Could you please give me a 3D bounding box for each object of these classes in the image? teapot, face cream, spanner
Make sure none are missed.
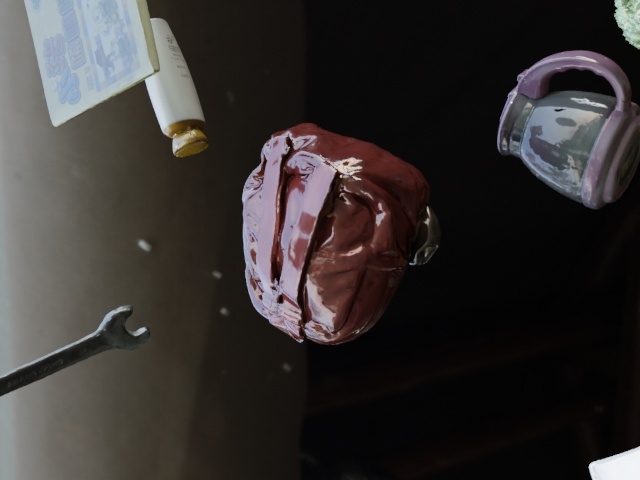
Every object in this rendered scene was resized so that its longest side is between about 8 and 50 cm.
[{"bbox_3d":[0.254,-0.114,1.249,0.116,0.146,0.148,-57,-25,-21],"label":"teapot"},{"bbox_3d":[-0.192,-0.197,1.556,0.072,0.051,0.182,1,-114,-58],"label":"face cream"},{"bbox_3d":[-0.298,0.136,1.255,0.255,0.015,0.054,-24,-57,-12],"label":"spanner"}]

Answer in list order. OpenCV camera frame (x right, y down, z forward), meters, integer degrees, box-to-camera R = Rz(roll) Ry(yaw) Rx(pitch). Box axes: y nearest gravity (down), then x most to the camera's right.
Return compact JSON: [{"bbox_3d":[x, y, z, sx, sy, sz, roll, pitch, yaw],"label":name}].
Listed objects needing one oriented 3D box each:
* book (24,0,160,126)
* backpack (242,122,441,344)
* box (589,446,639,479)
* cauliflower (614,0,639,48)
[{"bbox_3d":[-0.234,-0.220,1.214,0.013,0.192,0.168,-9,-97,-44],"label":"book"},{"bbox_3d":[0.002,0.000,1.213,0.139,0.229,0.229,-5,-71,-47],"label":"backpack"},{"bbox_3d":[0.283,0.152,0.581,0.260,0.111,0.194,-20,-46,7],"label":"box"},{"bbox_3d":[0.349,-0.265,0.900,0.275,0.272,0.250,-40,-94,-18],"label":"cauliflower"}]
